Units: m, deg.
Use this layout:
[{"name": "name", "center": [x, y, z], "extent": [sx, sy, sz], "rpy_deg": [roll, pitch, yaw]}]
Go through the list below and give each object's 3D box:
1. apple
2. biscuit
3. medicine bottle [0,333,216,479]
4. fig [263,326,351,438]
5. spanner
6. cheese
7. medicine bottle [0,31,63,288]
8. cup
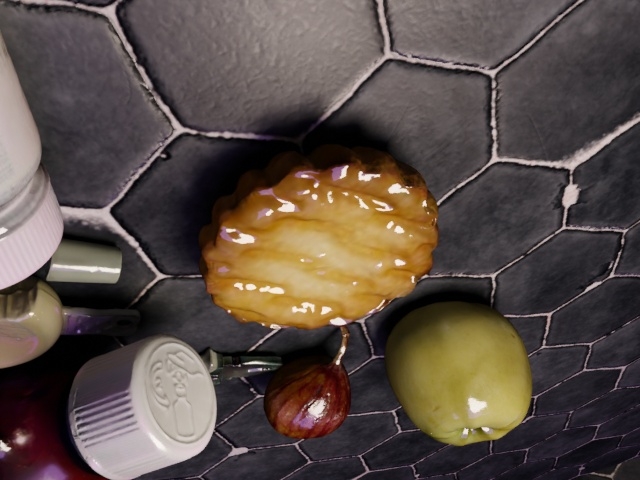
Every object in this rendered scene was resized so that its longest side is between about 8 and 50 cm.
[{"name": "apple", "center": [0.243, 0.235, 1.029], "extent": [0.262, 0.262, 0.262], "rpy_deg": [-10, 140, -9]}, {"name": "biscuit", "center": [0.000, 0.000, 0.763], "extent": [0.325, 0.107, 0.326], "rpy_deg": [-8, 137, -8]}, {"name": "medicine bottle", "center": [-0.349, 0.266, 0.797], "extent": [0.395, 0.242, 0.242], "rpy_deg": [-25, 141, 25]}, {"name": "fig", "center": [-0.002, 0.275, 1.041], "extent": [0.202, 0.148, 0.149], "rpy_deg": [-26, 141, 8]}, {"name": "spanner", "center": [-0.226, 0.228, 0.990], "extent": [0.325, 0.040, 0.096], "rpy_deg": [-3, 137, -16]}, {"name": "cheese", "center": [-0.388, 0.105, 0.761], "extent": [0.286, 0.082, 0.163], "rpy_deg": [2, 137, -27]}, {"name": "medicine bottle", "center": [-0.333, -0.090, 0.489], "extent": [0.165, 0.165, 0.273], "rpy_deg": [-7, 140, -12]}, {"name": "cup", "center": [-0.303, 0.034, 0.727], "extent": [0.083, 0.054, 0.075], "rpy_deg": [9, 133, -32]}]
